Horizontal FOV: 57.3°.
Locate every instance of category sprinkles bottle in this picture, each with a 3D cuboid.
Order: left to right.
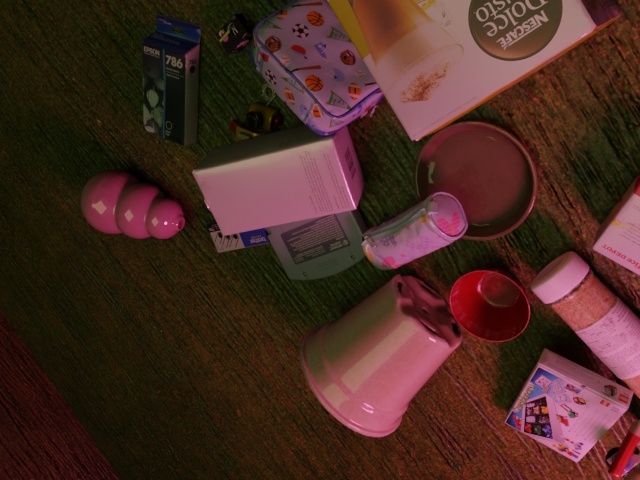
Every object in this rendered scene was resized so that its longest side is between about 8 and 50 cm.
[{"bbox_3d":[0.612,0.188,1.239,0.355,0.121,0.121,47,128,5],"label":"sprinkles bottle"}]

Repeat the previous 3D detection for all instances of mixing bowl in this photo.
[{"bbox_3d":[0.404,0.132,1.362,0.182,0.098,0.181,14,119,27],"label":"mixing bowl"}]

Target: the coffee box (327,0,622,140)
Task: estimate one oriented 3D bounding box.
[{"bbox_3d":[0.273,-0.428,1.034,0.338,0.338,0.334,-28,95,39],"label":"coffee box"}]

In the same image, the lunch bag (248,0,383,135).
[{"bbox_3d":[0.010,-0.391,1.297,0.303,0.243,0.115,48,157,3],"label":"lunch bag"}]

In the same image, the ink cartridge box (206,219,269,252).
[{"bbox_3d":[-0.236,-0.029,1.729,0.207,0.046,0.097,-10,107,35],"label":"ink cartridge box"}]

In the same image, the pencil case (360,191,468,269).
[{"bbox_3d":[0.211,-0.019,1.364,0.124,0.113,0.273,33,148,-19],"label":"pencil case"}]

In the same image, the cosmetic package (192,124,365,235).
[{"bbox_3d":[-0.098,-0.155,1.438,0.366,0.155,0.196,-9,120,20],"label":"cosmetic package"}]

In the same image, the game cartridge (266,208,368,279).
[{"bbox_3d":[0.000,0.000,1.589,0.297,0.062,0.198,-21,104,37],"label":"game cartridge"}]

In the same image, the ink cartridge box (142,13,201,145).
[{"bbox_3d":[-0.421,-0.446,1.645,0.166,0.065,0.332,22,121,24],"label":"ink cartridge box"}]

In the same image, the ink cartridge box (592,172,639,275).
[{"bbox_3d":[0.631,-0.039,1.118,0.128,0.127,0.176,34,125,15],"label":"ink cartridge box"}]

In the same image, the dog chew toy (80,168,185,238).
[{"bbox_3d":[-0.575,-0.098,1.825,0.332,0.206,0.206,18,120,16],"label":"dog chew toy"}]

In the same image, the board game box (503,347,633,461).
[{"bbox_3d":[0.555,0.386,1.348,0.193,0.053,0.305,27,144,20],"label":"board game box"}]

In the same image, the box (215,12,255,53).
[{"bbox_3d":[-0.211,-0.522,1.481,0.083,0.052,0.062,-33,92,37],"label":"box"}]

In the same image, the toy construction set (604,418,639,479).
[{"bbox_3d":[0.731,0.416,1.196,0.257,0.309,0.237,23,83,58],"label":"toy construction set"}]

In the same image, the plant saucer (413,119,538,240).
[{"bbox_3d":[0.345,-0.134,1.314,0.278,0.041,0.277,13,117,27],"label":"plant saucer"}]

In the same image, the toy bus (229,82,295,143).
[{"bbox_3d":[-0.172,-0.276,1.537,0.191,0.104,0.202,-26,96,38],"label":"toy bus"}]

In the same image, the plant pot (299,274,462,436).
[{"bbox_3d":[0.171,0.260,1.462,0.334,0.334,0.305,45,116,7],"label":"plant pot"}]
